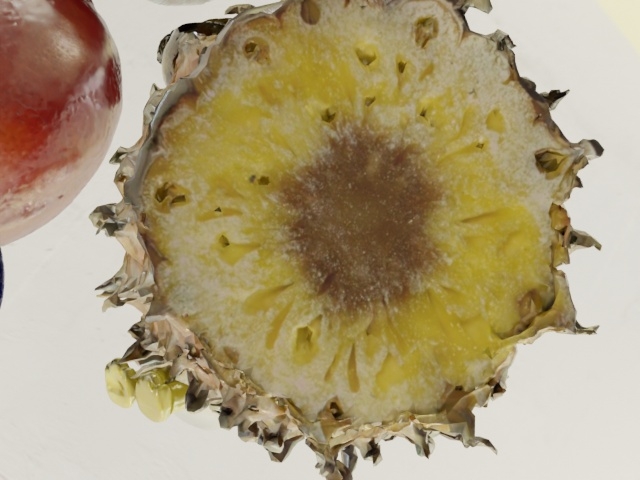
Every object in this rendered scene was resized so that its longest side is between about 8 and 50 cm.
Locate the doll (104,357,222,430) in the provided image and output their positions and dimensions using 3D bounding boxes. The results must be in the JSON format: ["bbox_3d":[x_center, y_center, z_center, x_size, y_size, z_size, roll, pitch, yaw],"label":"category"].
[{"bbox_3d":[-0.068,0.081,1.012,0.296,0.141,0.117,-40,-61,-35],"label":"doll"}]

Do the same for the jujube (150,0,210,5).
[{"bbox_3d":[-0.150,-0.388,1.170,0.246,0.308,0.215,-23,-90,-13],"label":"jujube"}]

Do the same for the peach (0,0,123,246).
[{"bbox_3d":[-0.316,-0.149,0.995,0.257,0.201,0.362,33,-146,-23],"label":"peach"}]

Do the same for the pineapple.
[{"bbox_3d":[0.003,0.000,0.754,0.352,0.300,0.352,2,-102,-11],"label":"pineapple"}]

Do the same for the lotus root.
[{"bbox_3d":[-0.089,-0.182,1.131,0.120,0.209,0.120,-30,-50,-45],"label":"lotus root"}]

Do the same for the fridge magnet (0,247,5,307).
[{"bbox_3d":[-0.456,0.033,1.070,0.265,0.112,0.265,7,-104,-29],"label":"fridge magnet"}]
